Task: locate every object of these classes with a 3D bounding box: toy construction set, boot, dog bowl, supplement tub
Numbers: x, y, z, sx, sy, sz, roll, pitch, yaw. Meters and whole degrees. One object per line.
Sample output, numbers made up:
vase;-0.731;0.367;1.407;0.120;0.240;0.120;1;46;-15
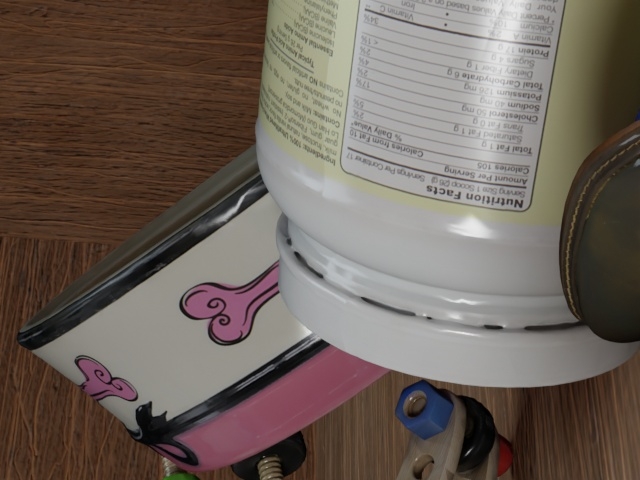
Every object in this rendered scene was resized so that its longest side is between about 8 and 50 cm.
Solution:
toy construction set;0.051;0.284;1.315;0.309;0.257;0.237;67;-174;-52
boot;0.143;0.005;0.581;0.219;0.082;0.106;113;150;-55
dog bowl;0.000;0.000;1.190;0.150;0.408;0.408;54;179;-6
supplement tub;0.091;-0.116;0.858;0.235;0.235;0.325;-96;11;-66

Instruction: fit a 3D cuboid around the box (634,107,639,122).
box;0.174;-0.019;0.671;0.136;0.036;0.225;59;154;32
